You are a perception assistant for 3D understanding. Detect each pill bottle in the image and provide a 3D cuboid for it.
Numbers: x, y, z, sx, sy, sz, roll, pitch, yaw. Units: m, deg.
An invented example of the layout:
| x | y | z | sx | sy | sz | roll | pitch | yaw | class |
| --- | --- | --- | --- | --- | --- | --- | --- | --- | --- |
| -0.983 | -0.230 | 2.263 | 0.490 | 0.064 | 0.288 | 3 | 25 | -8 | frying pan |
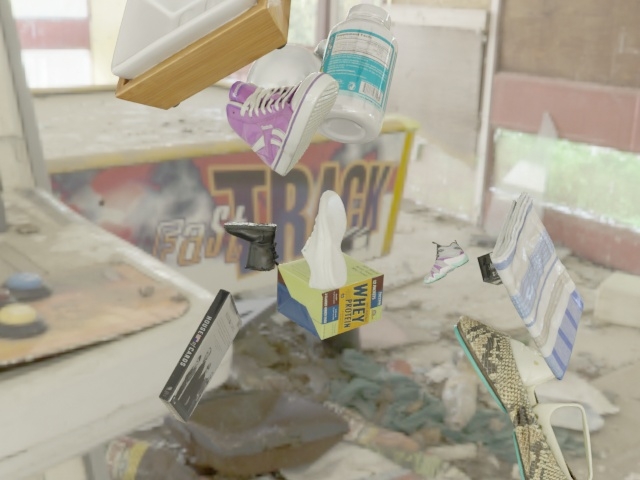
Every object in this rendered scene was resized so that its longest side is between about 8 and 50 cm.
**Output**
| x | y | z | sx | sy | sz | roll | pitch | yaw | class |
| --- | --- | --- | --- | --- | --- | --- | --- | --- | --- |
| 0.072 | -0.337 | 1.685 | 0.146 | 0.264 | 0.146 | 12 | -20 | 4 | pill bottle |

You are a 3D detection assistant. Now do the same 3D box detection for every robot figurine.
| x | y | z | sx | sy | sz | roll | pitch | yaw | class |
| --- | --- | --- | --- | --- | --- | --- | --- | --- | --- |
| -0.078 | -0.367 | 2.033 | 0.200 | 0.300 | 0.353 | 40 | 6 | -10 | robot figurine |

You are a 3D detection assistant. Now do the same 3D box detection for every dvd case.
| x | y | z | sx | sy | sz | roll | pitch | yaw | class |
| --- | --- | --- | --- | --- | --- | --- | --- | --- | --- |
| -0.230 | 0.229 | 1.660 | 0.030 | 0.238 | 0.179 | 23 | -22 | 12 | dvd case |

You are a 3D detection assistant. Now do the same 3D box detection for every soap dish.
| x | y | z | sx | sy | sz | roll | pitch | yaw | class |
| --- | --- | --- | --- | --- | --- | --- | --- | --- | --- |
| -0.168 | -0.337 | 1.256 | 0.291 | 0.118 | 0.228 | -22 | 48 | 30 | soap dish |

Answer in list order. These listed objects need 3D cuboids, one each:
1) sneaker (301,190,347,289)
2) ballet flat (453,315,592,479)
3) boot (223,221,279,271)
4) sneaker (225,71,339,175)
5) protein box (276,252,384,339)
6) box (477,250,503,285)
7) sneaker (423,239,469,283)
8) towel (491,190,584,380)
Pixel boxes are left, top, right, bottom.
| x | y | z | sx | sy | sz | roll | pitch | yaw | class |
| --- | --- | --- | --- | --- | --- | --- | --- | --- | --- |
| 0.000 | 0.000 | 1.792 | 0.094 | 0.212 | 0.080 | -10 | -17 | 37 | sneaker |
| 0.448 | 0.355 | 1.746 | 0.182 | 0.482 | 0.164 | -26 | -15 | 19 | ballet flat |
| -0.146 | 0.013 | 1.783 | 0.121 | 0.099 | 0.045 | 3 | 10 | -6 | boot |
| -0.078 | -0.213 | 1.357 | 0.102 | 0.161 | 0.282 | -49 | 1 | -27 | sneaker |
| 0.024 | 0.137 | 2.207 | 0.201 | 0.135 | 0.200 | -15 | 28 | -35 | protein box |
| 0.404 | 0.063 | 1.930 | 0.052 | 0.062 | 0.083 | -22 | -21 | 31 | box |
| 0.227 | 0.035 | 1.616 | 0.098 | 0.069 | 0.038 | -33 | -10 | 11 | sneaker |
| 0.394 | 0.078 | 1.504 | 0.034 | 0.285 | 0.209 | -15 | 27 | 36 | towel |
